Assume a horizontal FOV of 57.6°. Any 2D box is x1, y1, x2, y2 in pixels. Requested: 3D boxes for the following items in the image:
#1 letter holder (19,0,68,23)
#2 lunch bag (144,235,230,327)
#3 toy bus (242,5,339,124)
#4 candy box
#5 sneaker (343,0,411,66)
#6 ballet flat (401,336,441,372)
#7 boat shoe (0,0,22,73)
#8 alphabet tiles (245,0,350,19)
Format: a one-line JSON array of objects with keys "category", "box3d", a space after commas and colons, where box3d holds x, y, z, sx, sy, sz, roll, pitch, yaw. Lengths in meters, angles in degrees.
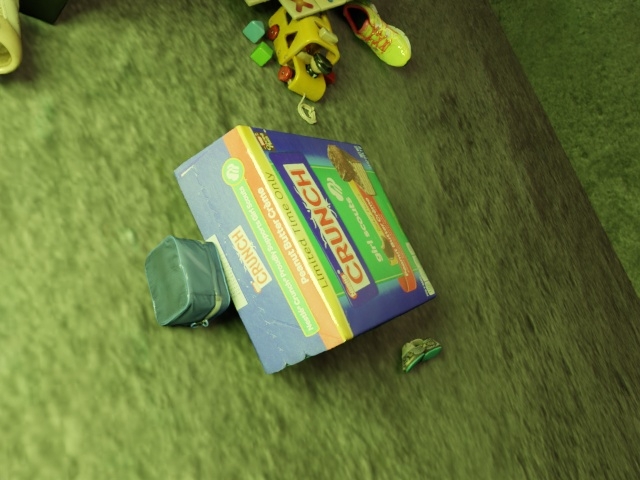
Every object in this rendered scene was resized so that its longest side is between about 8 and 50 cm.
[{"category": "letter holder", "box3d": [-0.298, -0.430, 0.607, 0.152, 0.302, 0.214, 10, 56, -47]}, {"category": "lunch bag", "box3d": [-0.139, 0.048, 0.631, 0.065, 0.067, 0.098, 6, 58, -48]}, {"category": "toy bus", "box3d": [-0.019, -0.345, 1.056, 0.202, 0.104, 0.191, 48, 36, -13]}, {"category": "candy box", "box3d": [0.000, 0.000, 0.767, 0.317, 0.122, 0.268, -9, 71, -60]}, {"category": "sneaker", "box3d": [0.126, -0.487, 1.374, 0.208, 0.081, 0.094, 45, 35, 3]}, {"category": "ballet flat", "box3d": [0.150, 0.177, 0.918, 0.114, 0.041, 0.041, -9, 70, -53]}, {"category": "boat shoe", "box3d": [-0.413, -0.232, 0.469, 0.341, 0.121, 0.110, 7, 58, -50]}, {"category": "alphabet tiles", "box3d": [-0.070, -0.554, 1.081, 0.285, 0.011, 0.343, -28, 74, -24]}]
